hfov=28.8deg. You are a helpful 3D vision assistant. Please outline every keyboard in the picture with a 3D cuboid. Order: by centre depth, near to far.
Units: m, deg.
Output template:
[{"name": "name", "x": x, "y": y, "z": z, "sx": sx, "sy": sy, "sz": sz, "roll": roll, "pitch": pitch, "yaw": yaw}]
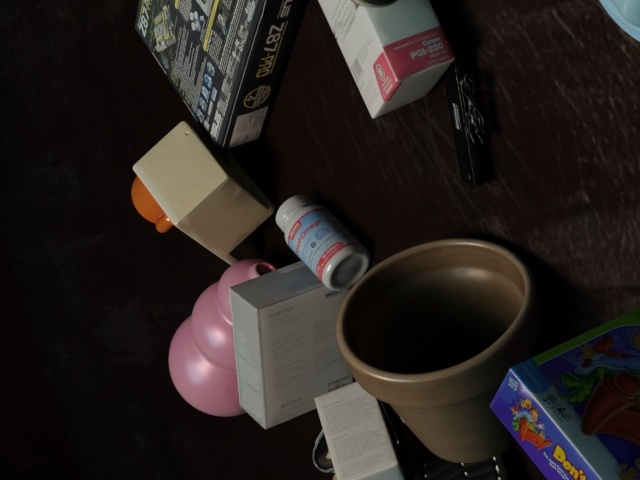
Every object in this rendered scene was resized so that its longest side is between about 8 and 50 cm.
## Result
[{"name": "keyboard", "x": 0.193, "y": -0.161, "z": 1.597, "sx": 0.100, "sy": 0.038, "sz": 0.192, "roll": -126, "pitch": 23, "yaw": -73}]

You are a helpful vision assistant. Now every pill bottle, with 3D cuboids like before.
[{"name": "pill bottle", "x": 0.000, "y": 0.000, "z": 1.950, "sx": 0.160, "sy": 0.087, "sz": 0.087, "roll": 46, "pitch": 143, "yaw": 35}]

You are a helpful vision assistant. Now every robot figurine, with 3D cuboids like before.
[{"name": "robot figurine", "x": -0.275, "y": -0.108, "z": 2.304, "sx": 0.128, "sy": 0.158, "sz": 0.219, "roll": 46, "pitch": 150, "yaw": -2}]

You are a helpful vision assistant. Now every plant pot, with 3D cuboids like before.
[{"name": "plant pot", "x": 0.175, "y": 0.162, "z": 1.636, "sx": 0.263, "sy": 0.263, "sz": 0.229, "roll": 32, "pitch": 153, "yaw": 47}]

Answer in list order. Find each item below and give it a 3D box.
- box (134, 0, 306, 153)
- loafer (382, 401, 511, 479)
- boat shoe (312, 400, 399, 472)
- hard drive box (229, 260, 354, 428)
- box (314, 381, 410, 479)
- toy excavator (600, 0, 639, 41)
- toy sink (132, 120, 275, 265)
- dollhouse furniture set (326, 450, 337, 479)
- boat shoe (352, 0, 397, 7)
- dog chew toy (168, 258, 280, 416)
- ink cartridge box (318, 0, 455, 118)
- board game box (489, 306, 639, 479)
[{"name": "box", "x": -0.168, "y": -0.382, "z": 1.988, "sx": 0.318, "sy": 0.097, "sz": 0.395, "roll": 53, "pitch": 147, "yaw": 23}, {"name": "loafer", "x": 0.177, "y": 0.280, "z": 1.818, "sx": 0.130, "sy": 0.133, "sz": 0.366, "roll": 69, "pitch": 180, "yaw": -72}, {"name": "boat shoe", "x": 0.064, "y": 0.305, "z": 2.015, "sx": 0.108, "sy": 0.102, "sz": 0.301, "roll": 62, "pitch": 150, "yaw": 13}, {"name": "hard drive box", "x": -0.043, "y": 0.164, "z": 2.030, "sx": 0.089, "sy": 0.181, "sz": 0.232, "roll": 34, "pitch": 134, "yaw": 48}, {"name": "box", "x": 0.066, "y": 0.310, "z": 1.803, "sx": 0.170, "sy": 0.091, "sz": 0.130, "roll": -108, "pitch": -4, "yaw": -49}, {"name": "toy excavator", "x": 0.271, "y": -0.296, "z": 0.947, "sx": 0.222, "sy": 0.445, "sz": 0.433, "roll": 59, "pitch": 149, "yaw": 17}, {"name": "toy sink", "x": -0.181, "y": -0.076, "z": 2.127, "sx": 0.153, "sy": 0.131, "sz": 0.234, "roll": 51, "pitch": -175, "yaw": 32}, {"name": "dollhouse furniture set", "x": 0.036, "y": 0.414, "z": 2.010, "sx": 0.182, "sy": 0.101, "sz": 0.161, "roll": 40, "pitch": 148, "yaw": -29}, {"name": "boat shoe", "x": 0.124, "y": -0.467, "z": 1.345, "sx": 0.156, "sy": 0.186, "sz": 0.500, "roll": 44, "pitch": 132, "yaw": 33}, {"name": "dog chew toy", "x": -0.144, "y": 0.161, "z": 2.193, "sx": 0.207, "sy": 0.206, "sz": 0.332, "roll": 54, "pitch": 139, "yaw": 26}, {"name": "ink cartridge box", "x": 0.074, "y": -0.290, "z": 1.608, "sx": 0.218, "sy": 0.092, "sz": 0.158, "roll": 64, "pitch": 167, "yaw": 6}, {"name": "board game box", "x": 0.379, "y": 0.243, "z": 1.316, "sx": 0.347, "sy": 0.233, "sz": 0.078, "roll": 52, "pitch": 146, "yaw": 28}]
